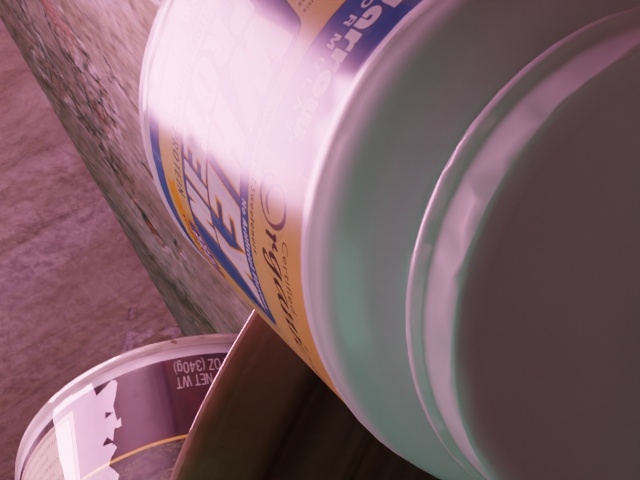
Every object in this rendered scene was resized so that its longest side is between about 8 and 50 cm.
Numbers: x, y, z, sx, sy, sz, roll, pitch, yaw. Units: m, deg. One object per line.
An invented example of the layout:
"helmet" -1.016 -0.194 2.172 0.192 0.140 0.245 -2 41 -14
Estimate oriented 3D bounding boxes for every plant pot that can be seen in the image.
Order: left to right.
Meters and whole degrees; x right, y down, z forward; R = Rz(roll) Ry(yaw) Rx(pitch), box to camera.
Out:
"plant pot" 0.042 0.086 0.648 0.109 0.237 0.237 27 159 18

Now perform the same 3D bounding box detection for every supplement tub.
"supplement tub" 0.045 -0.020 0.448 0.144 0.144 0.199 63 169 -28

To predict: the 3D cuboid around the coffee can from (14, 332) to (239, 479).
"coffee can" -0.042 0.213 0.821 0.201 0.201 0.275 68 -176 -46
